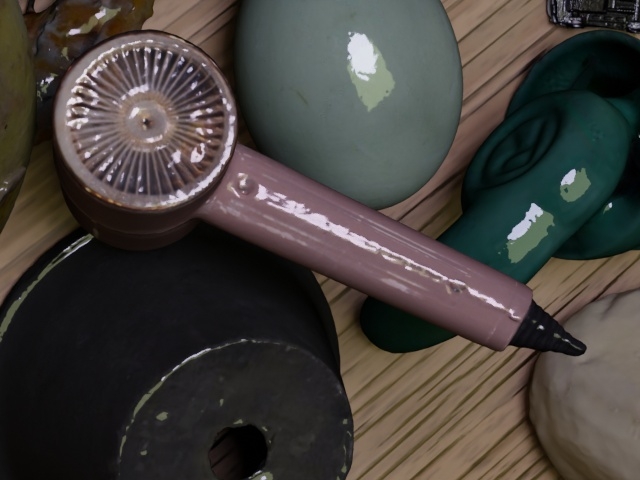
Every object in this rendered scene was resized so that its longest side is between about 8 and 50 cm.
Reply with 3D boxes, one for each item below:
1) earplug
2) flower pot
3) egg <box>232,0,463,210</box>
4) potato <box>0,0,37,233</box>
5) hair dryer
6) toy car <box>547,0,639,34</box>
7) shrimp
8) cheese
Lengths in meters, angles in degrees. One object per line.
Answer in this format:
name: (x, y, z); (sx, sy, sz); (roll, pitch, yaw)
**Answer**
earplug: (0.178, -0.023, 1.146); (0.280, 0.164, 0.257); (0, 108, -35)
flower pot: (-0.079, 0.116, 1.059); (0.269, 0.166, 0.269); (-5, 103, -25)
egg: (0.017, -0.112, 1.057); (0.149, 0.149, 0.192); (-21, 103, -19)
potato: (-0.281, -0.042, 0.921); (0.218, 0.202, 0.351); (-11, 119, -33)
hair dryer: (0.000, 0.000, 0.969); (0.344, 0.189, 0.106); (27, 79, -3)
toy car: (0.214, -0.177, 1.200); (0.093, 0.025, 0.041); (2, 102, -21)
shrimp: (-0.181, -0.142, 1.016); (0.187, 0.052, 0.132); (-48, 116, -5)
cheese: (0.285, 0.149, 1.206); (0.174, 0.251, 0.248); (-38, 98, -13)
